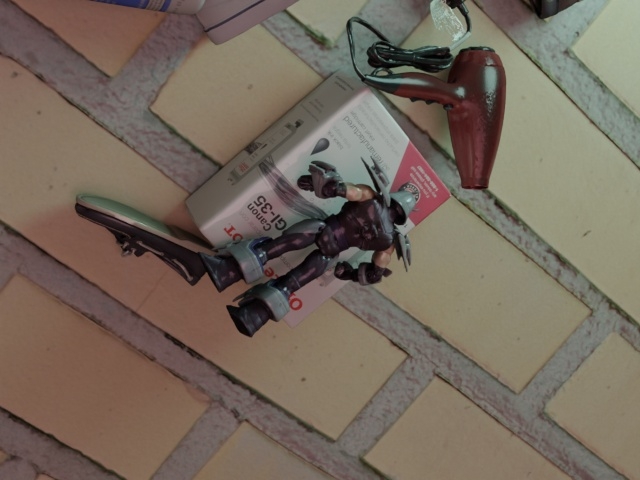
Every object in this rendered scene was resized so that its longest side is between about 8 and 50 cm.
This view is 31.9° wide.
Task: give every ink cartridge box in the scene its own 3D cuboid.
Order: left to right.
[{"bbox_3d":[-0.004,-0.053,1.484,0.283,0.117,0.207,-41,117,1],"label":"ink cartridge box"}]

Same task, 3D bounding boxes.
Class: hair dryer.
[{"bbox_3d":[0.151,-0.195,1.469,0.224,0.080,0.293,-40,107,-26],"label":"hair dryer"}]

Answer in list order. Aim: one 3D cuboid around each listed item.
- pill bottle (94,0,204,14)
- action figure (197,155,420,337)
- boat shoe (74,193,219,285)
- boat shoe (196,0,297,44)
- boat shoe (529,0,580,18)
[{"bbox_3d":[-0.263,-0.349,1.271,0.272,0.152,0.152,5,109,-19],"label":"pill bottle"},{"bbox_3d":[0.000,0.000,1.391,0.285,0.099,0.185,-28,109,-9],"label":"action figure"},{"bbox_3d":[-0.233,0.002,1.462,0.206,0.075,0.065,24,99,-28],"label":"boat shoe"},{"bbox_3d":[-0.054,-0.323,1.332,0.258,0.095,0.084,-26,111,27],"label":"boat shoe"},{"bbox_3d":[0.261,-0.409,1.436,0.092,0.103,0.285,-39,122,-5],"label":"boat shoe"}]
